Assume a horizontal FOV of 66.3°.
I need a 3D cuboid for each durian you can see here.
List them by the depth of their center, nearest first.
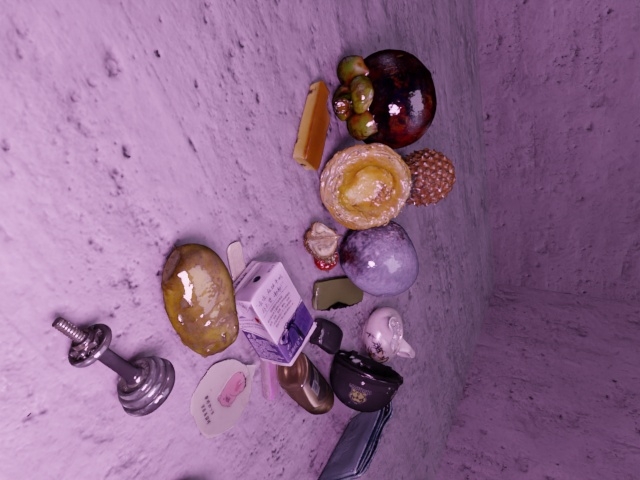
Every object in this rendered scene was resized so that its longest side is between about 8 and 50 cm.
[{"bbox_3d":[-0.001,-0.003,1.381,0.140,0.071,0.110,-13,102,-42],"label":"durian"}]

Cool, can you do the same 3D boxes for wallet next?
[{"bbox_3d":[0.115,0.664,1.597,0.290,0.054,0.251,-51,-179,-43],"label":"wallet"}]

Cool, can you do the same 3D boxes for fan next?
[{"bbox_3d":[-0.179,0.328,1.165,0.310,0.010,0.182,-37,125,-41],"label":"fan"}]

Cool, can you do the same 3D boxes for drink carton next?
[{"bbox_3d":[-0.115,0.169,1.149,0.134,0.102,0.222,-53,131,-37],"label":"drink carton"}]

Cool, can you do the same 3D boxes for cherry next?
[{"bbox_3d":[0.191,0.058,1.577,0.296,0.218,0.254,-7,81,-48],"label":"cherry"}]

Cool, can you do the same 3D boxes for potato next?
[{"bbox_3d":[-0.237,0.116,0.970,0.149,0.113,0.251,-39,120,-41],"label":"potato"}]

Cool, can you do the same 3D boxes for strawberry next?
[{"bbox_3d":[0.014,0.059,1.440,0.083,0.073,0.073,119,-7,-67],"label":"strawberry"}]

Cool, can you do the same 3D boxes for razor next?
[{"bbox_3d":[0.022,0.292,1.499,0.148,0.054,0.090,45,54,-54],"label":"razor"}]

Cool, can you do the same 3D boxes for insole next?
[{"bbox_3d":[-0.188,0.093,1.143,0.063,0.010,0.191,-34,125,-52],"label":"insole"}]

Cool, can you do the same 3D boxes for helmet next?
[{"bbox_3d":[0.130,0.458,1.548,0.279,0.231,0.160,6,105,-79],"label":"helmet"}]

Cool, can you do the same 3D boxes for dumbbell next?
[{"bbox_3d":[-0.343,0.203,0.818,0.254,0.110,0.110,58,48,-40],"label":"dumbbell"}]

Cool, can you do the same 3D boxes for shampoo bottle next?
[{"bbox_3d":[-0.029,0.415,1.380,0.350,0.084,0.125,64,18,-56],"label":"shampoo bottle"}]

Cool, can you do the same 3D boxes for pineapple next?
[{"bbox_3d":[0.321,-0.219,1.786,0.357,0.223,0.222,-15,110,-40],"label":"pineapple"}]

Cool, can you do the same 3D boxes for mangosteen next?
[{"bbox_3d":[0.190,-0.406,1.430,0.311,0.311,0.310,-19,112,-57],"label":"mangosteen"}]

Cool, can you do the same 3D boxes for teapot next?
[{"bbox_3d":[0.255,0.358,1.822,0.299,0.166,0.208,45,45,-42],"label":"teapot"}]

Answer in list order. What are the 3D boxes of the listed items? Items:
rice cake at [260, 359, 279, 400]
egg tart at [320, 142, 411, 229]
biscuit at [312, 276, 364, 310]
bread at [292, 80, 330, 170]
[{"bbox_3d":[-0.134,0.313,1.255,0.047,0.036,0.206,-36,127,-64],"label":"rice cake"},{"bbox_3d":[0.127,-0.167,1.457,0.289,0.118,0.288,-8,121,-14],"label":"egg tart"},{"bbox_3d":[0.060,0.167,1.556,0.322,0.038,0.099,1,92,-59],"label":"biscuit"},{"bbox_3d":[-0.016,-0.307,1.317,0.088,0.049,0.226,33,67,-57],"label":"bread"}]
